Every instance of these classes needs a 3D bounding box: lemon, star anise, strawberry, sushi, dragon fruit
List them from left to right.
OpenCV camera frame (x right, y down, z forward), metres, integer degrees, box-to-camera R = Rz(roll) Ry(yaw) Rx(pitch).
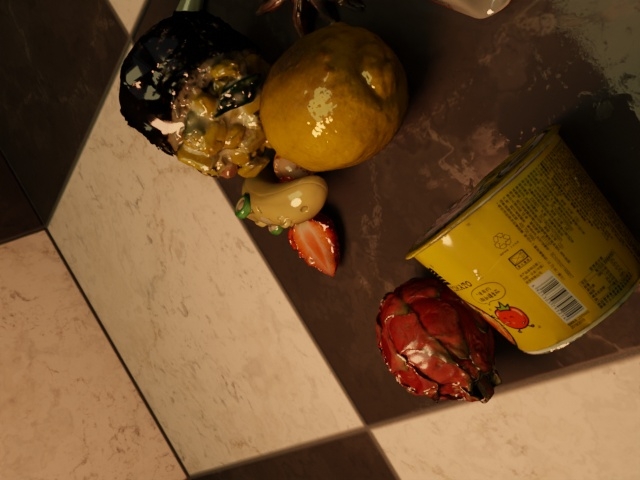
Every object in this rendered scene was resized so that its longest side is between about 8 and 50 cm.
[{"bbox_3d":[-0.236,-0.307,1.278,0.285,0.328,0.328,41,93,20],"label":"sushi"},{"bbox_3d":[-0.033,-0.525,1.171,0.288,0.088,0.288,17,134,18],"label":"star anise"},{"bbox_3d":[0.000,0.000,1.430,0.146,0.082,0.187,-17,104,53],"label":"strawberry"},{"bbox_3d":[0.022,-0.265,1.134,0.285,0.285,0.316,48,157,16],"label":"lemon"},{"bbox_3d":[0.244,0.206,1.192,0.299,0.244,0.244,42,135,32],"label":"dragon fruit"}]

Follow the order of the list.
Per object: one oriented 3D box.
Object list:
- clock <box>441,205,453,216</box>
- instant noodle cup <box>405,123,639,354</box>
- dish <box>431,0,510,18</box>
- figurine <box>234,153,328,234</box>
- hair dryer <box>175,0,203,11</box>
[{"bbox_3d":[0.285,-0.033,1.176,0.085,0.017,0.085,22,124,36],"label":"clock"},{"bbox_3d":[0.340,0.010,0.947,0.254,0.325,0.325,47,137,3],"label":"instant noodle cup"},{"bbox_3d":[0.223,-0.469,0.978,0.234,0.064,0.154,33,130,27],"label":"dish"},{"bbox_3d":[-0.079,-0.132,1.369,0.124,0.222,0.324,29,167,-29],"label":"figurine"},{"bbox_3d":[-0.268,-0.530,1.446,0.237,0.075,0.206,41,128,11],"label":"hair dryer"}]
